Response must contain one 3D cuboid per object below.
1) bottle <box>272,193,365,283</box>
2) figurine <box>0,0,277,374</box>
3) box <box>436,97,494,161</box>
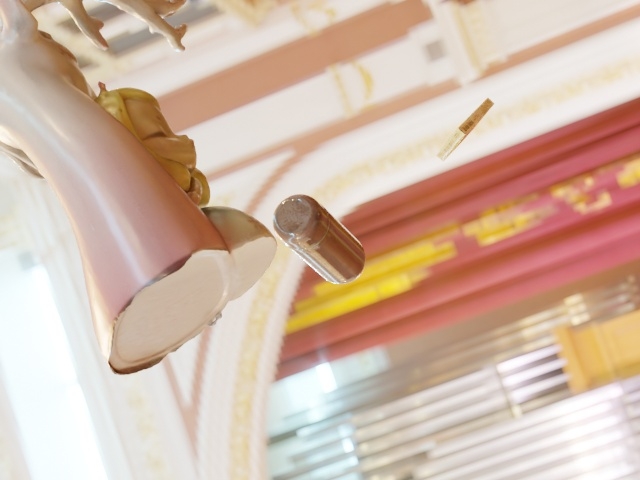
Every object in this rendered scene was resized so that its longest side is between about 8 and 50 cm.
[{"bbox_3d":[0.000,0.000,1.600,0.140,0.053,0.053,42,-150,-61],"label":"bottle"},{"bbox_3d":[-0.169,-0.066,1.197,0.315,0.206,0.284,56,-162,13],"label":"figurine"},{"bbox_3d":[0.186,-0.143,2.083,0.015,0.058,0.093,42,-137,3],"label":"box"}]
